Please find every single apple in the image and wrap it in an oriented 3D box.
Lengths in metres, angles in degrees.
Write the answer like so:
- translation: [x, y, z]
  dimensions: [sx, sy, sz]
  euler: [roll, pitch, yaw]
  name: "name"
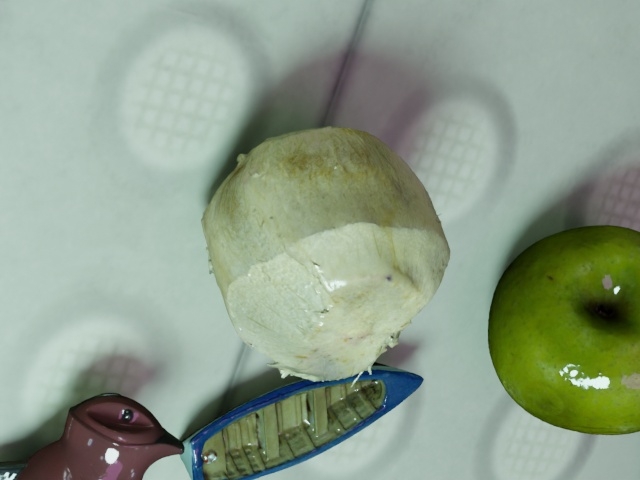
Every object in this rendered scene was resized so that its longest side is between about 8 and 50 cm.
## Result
- translation: [0.245, 0.083, 1.663]
  dimensions: [0.196, 0.196, 0.157]
  euler: [-30, 155, -22]
  name: "apple"

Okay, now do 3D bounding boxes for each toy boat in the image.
- translation: [-0.016, 0.147, 1.591]
  dimensions: [0.229, 0.046, 0.080]
  euler: [-21, 121, -28]
  name: "toy boat"

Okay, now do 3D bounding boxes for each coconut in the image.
- translation: [0.001, -0.002, 1.455]
  dimensions: [0.194, 0.194, 0.194]
  euler: [-16, 119, -30]
  name: "coconut"

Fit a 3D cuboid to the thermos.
- translation: [-0.232, 0.262, 1.457]
  dimensions: [0.330, 0.136, 0.109]
  euler: [-62, 159, 4]
  name: "thermos"
